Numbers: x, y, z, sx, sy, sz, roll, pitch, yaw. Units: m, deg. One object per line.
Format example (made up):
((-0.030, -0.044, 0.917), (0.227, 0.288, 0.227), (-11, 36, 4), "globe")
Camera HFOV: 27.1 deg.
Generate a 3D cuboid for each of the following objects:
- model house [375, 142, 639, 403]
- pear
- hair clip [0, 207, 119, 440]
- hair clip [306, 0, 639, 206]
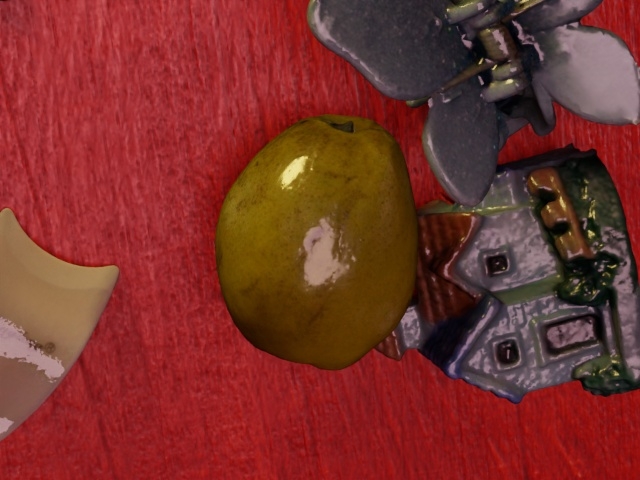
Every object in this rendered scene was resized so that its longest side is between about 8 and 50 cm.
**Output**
((0.210, 0.056, 1.690), (0.329, 0.251, 0.294), (-11, 103, -3), "model house")
((0.000, 0.000, 1.620), (0.253, 0.253, 0.307), (11, 104, -13), "pear")
((-0.387, 0.125, 1.637), (0.173, 0.113, 0.282), (31, 93, -16), "hair clip")
((0.193, -0.241, 1.617), (0.392, 0.238, 0.318), (-29, 104, -5), "hair clip")
